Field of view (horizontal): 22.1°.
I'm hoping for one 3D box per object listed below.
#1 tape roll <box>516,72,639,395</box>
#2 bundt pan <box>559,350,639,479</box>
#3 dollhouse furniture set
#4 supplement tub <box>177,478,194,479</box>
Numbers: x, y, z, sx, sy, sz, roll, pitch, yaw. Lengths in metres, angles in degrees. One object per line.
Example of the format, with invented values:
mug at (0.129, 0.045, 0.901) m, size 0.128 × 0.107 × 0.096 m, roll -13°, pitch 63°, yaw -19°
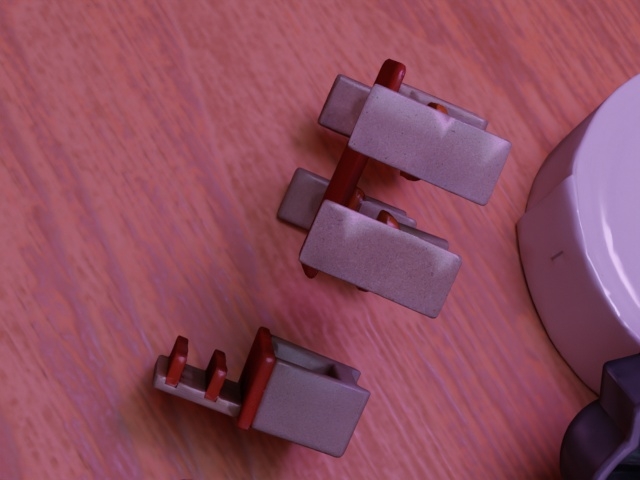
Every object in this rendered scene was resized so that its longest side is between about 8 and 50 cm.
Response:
tape roll at (0.301, 0.005, 1.263) m, size 0.286 × 0.100 × 0.286 m, roll 6°, pitch 68°, yaw -16°
bundt pan at (0.301, 0.172, 1.118) m, size 0.330 × 0.124 × 0.331 m, roll -5°, pitch 111°, yaw -13°
dollhouse furniture set at (0.000, 0.000, 1.091) m, size 0.135 × 0.262 × 0.259 m, roll 23°, pitch 95°, yaw -7°
supplement tub at (-0.080, 0.314, 0.959) m, size 0.193 × 0.193 × 0.316 m, roll -19°, pitch 76°, yaw -24°
